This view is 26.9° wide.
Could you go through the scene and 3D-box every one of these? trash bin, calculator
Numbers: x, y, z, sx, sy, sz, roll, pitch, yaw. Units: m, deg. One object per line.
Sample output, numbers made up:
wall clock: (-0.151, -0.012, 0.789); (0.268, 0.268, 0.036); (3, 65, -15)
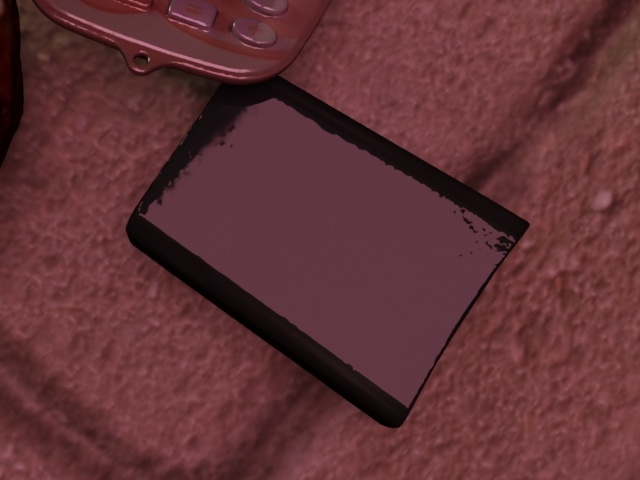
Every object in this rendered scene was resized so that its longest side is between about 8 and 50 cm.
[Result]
trash bin: (0.000, 0.000, 0.932); (0.225, 0.115, 0.165); (33, 83, 2)
calculator: (-0.078, -0.244, 0.932); (0.220, 0.048, 0.330); (20, 61, -5)

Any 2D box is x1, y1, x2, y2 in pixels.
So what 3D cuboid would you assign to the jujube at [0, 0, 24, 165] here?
jujube: (-0.291, -0.096, 0.868); (0.197, 0.197, 0.290); (6, 93, -6)
